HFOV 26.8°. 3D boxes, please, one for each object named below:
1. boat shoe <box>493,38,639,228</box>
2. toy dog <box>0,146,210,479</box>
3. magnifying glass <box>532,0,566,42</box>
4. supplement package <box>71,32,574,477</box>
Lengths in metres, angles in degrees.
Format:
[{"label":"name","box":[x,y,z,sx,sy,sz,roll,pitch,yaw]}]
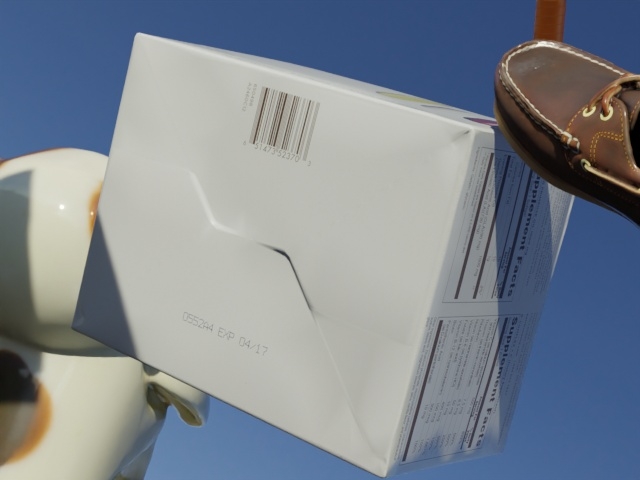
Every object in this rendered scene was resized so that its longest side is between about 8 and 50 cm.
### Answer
[{"label":"boat shoe","box":[0.162,-0.046,0.656,0.207,0.073,0.073,43,-19,34]},{"label":"toy dog","box":[-0.260,0.115,1.234,0.284,0.395,0.408,16,-82,29]},{"label":"magnifying glass","box":[0.224,-0.258,1.284,0.092,0.026,0.231,7,-79,16]},{"label":"supplement package","box":[0.000,0.000,0.846,0.261,0.145,0.204,20,-80,34]}]
